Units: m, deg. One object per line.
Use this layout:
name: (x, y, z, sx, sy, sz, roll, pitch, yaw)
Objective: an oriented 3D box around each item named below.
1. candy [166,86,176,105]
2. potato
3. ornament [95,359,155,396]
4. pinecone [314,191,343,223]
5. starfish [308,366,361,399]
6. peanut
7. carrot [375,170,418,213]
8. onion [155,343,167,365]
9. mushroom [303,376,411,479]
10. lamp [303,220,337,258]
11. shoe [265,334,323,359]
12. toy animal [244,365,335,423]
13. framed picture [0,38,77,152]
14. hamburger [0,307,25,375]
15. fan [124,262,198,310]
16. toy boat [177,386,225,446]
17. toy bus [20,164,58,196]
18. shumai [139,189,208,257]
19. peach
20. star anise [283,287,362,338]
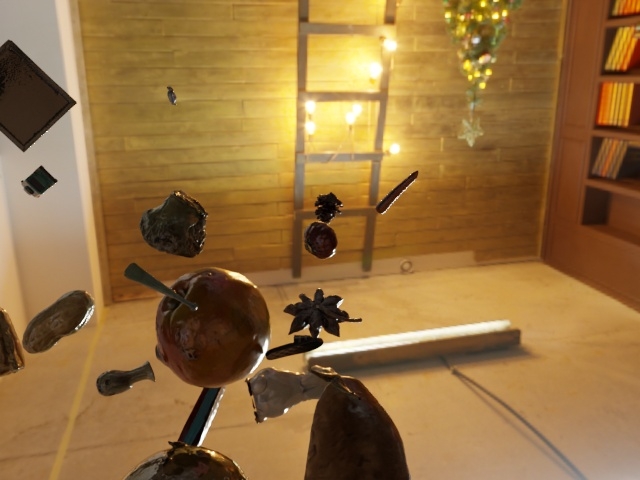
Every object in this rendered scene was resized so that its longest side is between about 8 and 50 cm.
candy: (-0.522, -0.509, 1.989, 0.030, 0.083, 0.020, 20, -122, 15)
potato: (-0.340, 0.694, 1.302, 0.385, 0.319, 0.442, 25, -121, 2)
ornament: (-0.565, 0.403, 1.629, 0.156, 0.081, 0.075, -15, -138, -26)
pinecone: (0.026, -0.113, 1.961, 0.102, 0.109, 0.102, 8, -138, -7)
starfish: (0.038, 0.430, 1.733, 0.223, 0.050, 0.217, 12, 165, 46)
peanut: (-1.025, 0.321, 2.203, 0.313, 0.152, 0.152, -36, -154, -12)
carrot: (0.244, -0.153, 1.788, 0.037, 0.190, 0.037, 33, -151, -22)
onion: (-0.607, 0.453, 2.426, 0.206, 0.216, 0.207, -1, 166, 13)
mushroom: (0.133, 0.627, 1.807, 0.313, 0.397, 0.224, -14, 147, 36)
lamp: (0.000, 0.000, 1.450, 0.090, 0.101, 0.101, -29, -151, -30)
shoe: (-0.079, 0.302, 1.657, 0.179, 0.071, 0.049, -11, -122, -17)
toy animal: (-0.105, 0.569, 2.192, 0.357, 0.194, 0.258, -12, 160, -10)
framed picture: (-0.811, -0.386, 1.509, 0.197, 0.252, 0.014, -47, 180, -7)
hamburger: (-0.839, 0.249, 1.416, 0.135, 0.208, 0.155, -17, 179, -23)
fan: (-0.355, 0.108, 1.258, 0.193, 0.016, 0.038, 28, -112, 14)
toy boat: (-0.435, 0.627, 2.131, 0.079, 0.136, 0.392, 13, -139, 6)
toy bus: (-0.980, -0.200, 1.957, 0.092, 0.079, 0.160, -50, -155, -23)
shumai: (-0.357, -0.050, 1.438, 0.184, 0.142, 0.184, 20, -160, -8)
peach: (-0.295, 0.254, 1.630, 0.289, 0.373, 0.372, -24, -171, 17)
star anise: (0.007, 0.235, 1.828, 0.262, 0.081, 0.230, 6, -143, 3)
